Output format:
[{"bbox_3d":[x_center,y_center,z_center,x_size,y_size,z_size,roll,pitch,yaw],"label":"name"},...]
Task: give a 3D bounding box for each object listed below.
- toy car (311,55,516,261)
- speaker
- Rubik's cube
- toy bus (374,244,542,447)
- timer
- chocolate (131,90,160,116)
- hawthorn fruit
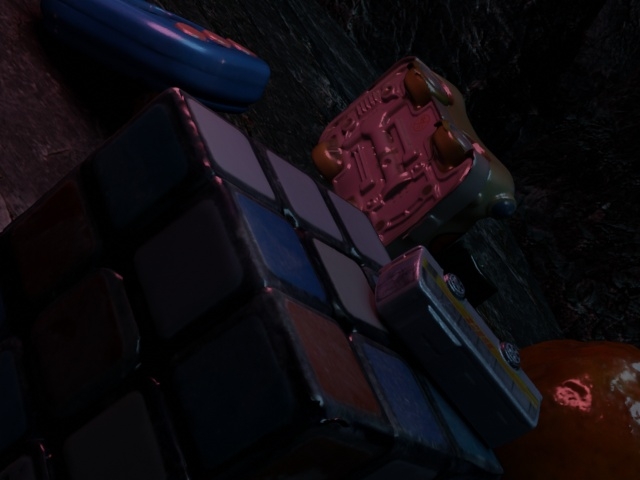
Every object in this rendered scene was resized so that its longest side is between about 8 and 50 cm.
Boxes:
[{"bbox_3d":[0.150,-0.085,1.518,0.226,0.242,0.336,35,24,-36],"label":"toy car"},{"bbox_3d":[0.125,0.128,1.605,0.198,0.329,0.259,58,12,12],"label":"speaker"},{"bbox_3d":[-0.099,0.136,0.940,0.362,0.359,0.363,31,29,-48],"label":"Rubik's cube"},{"bbox_3d":[0.123,0.099,0.924,0.190,0.064,0.075,50,28,-13],"label":"toy bus"},{"bbox_3d":[-0.252,-0.302,1.589,0.309,0.115,0.340,30,12,16],"label":"timer"},{"bbox_3d":[-0.235,-0.206,1.676,0.085,0.085,0.219,54,14,0],"label":"chocolate"},{"bbox_3d":[0.455,0.382,1.775,0.472,0.472,0.472,47,19,-22],"label":"hawthorn fruit"}]
